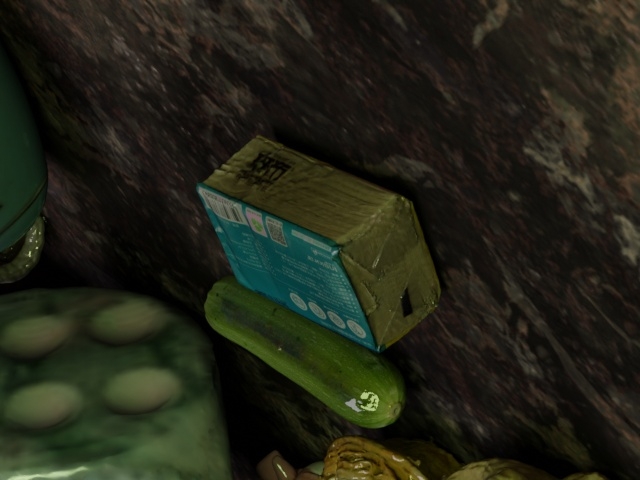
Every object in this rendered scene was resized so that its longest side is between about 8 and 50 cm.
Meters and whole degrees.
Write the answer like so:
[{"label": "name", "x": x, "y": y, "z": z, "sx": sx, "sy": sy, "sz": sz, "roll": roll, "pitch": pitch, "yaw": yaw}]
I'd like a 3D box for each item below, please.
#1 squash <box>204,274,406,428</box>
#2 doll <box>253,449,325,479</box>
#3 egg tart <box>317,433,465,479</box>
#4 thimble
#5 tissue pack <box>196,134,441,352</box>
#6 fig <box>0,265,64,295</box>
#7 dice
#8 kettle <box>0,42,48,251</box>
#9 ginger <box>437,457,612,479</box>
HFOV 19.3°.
[{"label": "squash", "x": -0.014, "y": 0.093, "z": 1.626, "sx": 0.229, "sy": 0.066, "sz": 0.066, "roll": 29, "pitch": 150, "yaw": 37}, {"label": "doll", "x": 0.014, "y": 0.297, "z": 1.854, "sx": 0.211, "sy": 0.093, "sz": 0.262, "roll": 37, "pitch": 154, "yaw": 17}, {"label": "egg tart", "x": 0.090, "y": 0.242, "z": 1.643, "sx": 0.212, "sy": 0.090, "sz": 0.212, "roll": 40, "pitch": 157, "yaw": 21}, {"label": "thimble", "x": -0.359, "y": -0.015, "z": 2.016, "sx": 0.090, "sy": 0.102, "sz": 0.115, "roll": 15, "pitch": 110, "yaw": 52}, {"label": "tissue pack", "x": 0.000, "y": 0.000, "z": 1.439, "sx": 0.169, "sy": 0.082, "sz": 0.120, "roll": 24, "pitch": 147, "yaw": 43}, {"label": "fig", "x": -0.410, "y": 0.204, "z": 2.121, "sx": 0.286, "sy": 0.368, "sz": 0.286, "roll": 40, "pitch": 165, "yaw": 13}, {"label": "dice", "x": -0.248, "y": 0.262, "z": 1.817, "sx": 0.330, "sy": 0.328, "sz": 0.348, "roll": -112, "pitch": 17, "yaw": -65}, {"label": "kettle", "x": -0.396, "y": -0.139, "z": 1.784, "sx": 0.342, "sy": 0.247, "sz": 0.319, "roll": 52, "pitch": -171, "yaw": -27}, {"label": "ginger", "x": 0.196, "y": 0.266, "z": 1.467, "sx": 0.270, "sy": 0.123, "sz": 0.219, "roll": 23, "pitch": 135, "yaw": -3}]
